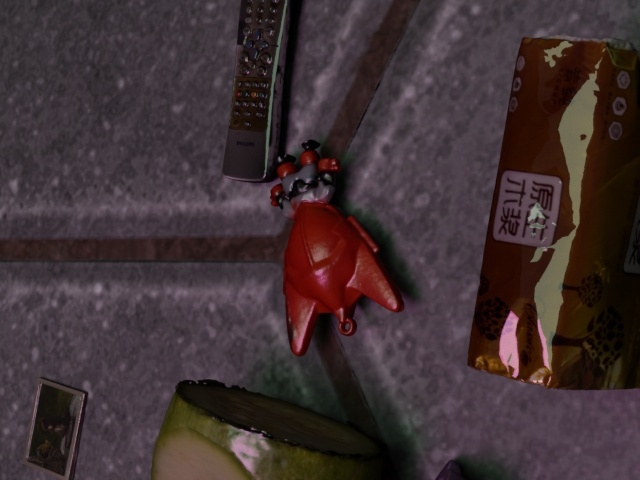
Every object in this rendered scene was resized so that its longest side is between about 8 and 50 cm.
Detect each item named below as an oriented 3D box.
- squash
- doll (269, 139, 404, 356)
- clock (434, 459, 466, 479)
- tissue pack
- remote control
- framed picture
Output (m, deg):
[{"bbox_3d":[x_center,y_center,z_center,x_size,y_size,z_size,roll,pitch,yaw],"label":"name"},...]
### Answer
[{"bbox_3d":[-0.062,0.257,1.033,0.189,0.189,0.260,21,95,33],"label":"squash"},{"bbox_3d":[0.000,0.000,1.085,0.109,0.057,0.169,-26,74,26],"label":"doll"},{"bbox_3d":[0.081,0.244,1.001,0.050,0.110,0.152,33,106,5],"label":"clock"},{"bbox_3d":[0.187,-0.015,0.890,0.092,0.183,0.226,13,94,38],"label":"tissue pack"},{"bbox_3d":[-0.050,-0.156,1.148,0.059,0.028,0.212,9,91,37],"label":"remote control"},{"bbox_3d":[-0.258,0.183,1.275,0.066,0.007,0.089,13,94,34],"label":"framed picture"}]
